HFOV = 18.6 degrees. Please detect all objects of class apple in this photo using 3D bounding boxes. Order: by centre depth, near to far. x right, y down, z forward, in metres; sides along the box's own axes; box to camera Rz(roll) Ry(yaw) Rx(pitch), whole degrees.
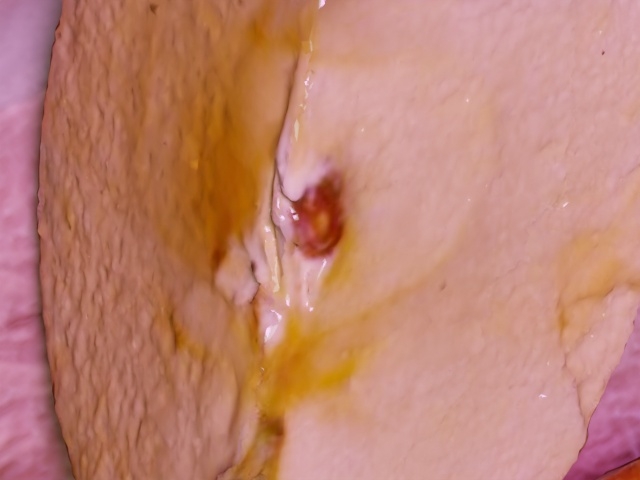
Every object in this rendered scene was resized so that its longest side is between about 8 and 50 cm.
[{"bbox_3d":[0.000,0.000,0.916,0.314,0.252,0.309,11,111,8],"label":"apple"}]

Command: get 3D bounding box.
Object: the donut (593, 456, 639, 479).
[{"bbox_3d":[0.241,0.281,0.969,0.377,0.163,0.435,18,66,9],"label":"donut"}]
